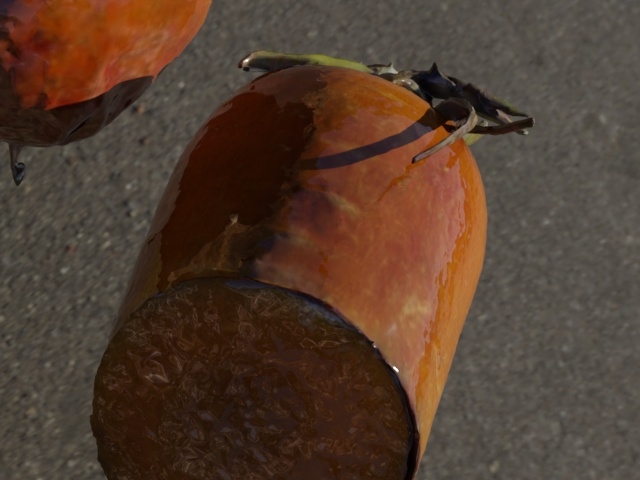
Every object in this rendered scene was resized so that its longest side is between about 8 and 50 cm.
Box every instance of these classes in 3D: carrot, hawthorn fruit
[{"bbox_3d":[0.000,0.000,0.807,0.193,0.214,0.331,21,50,2],"label":"carrot"},{"bbox_3d":[-0.180,-0.135,0.828,0.207,0.243,0.207,12,35,-9],"label":"hawthorn fruit"}]
